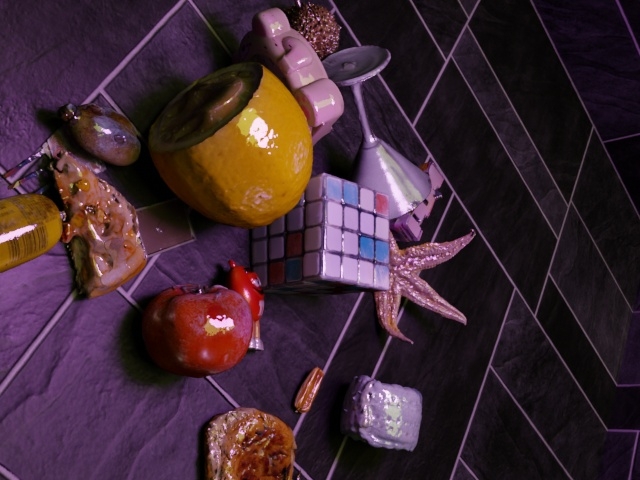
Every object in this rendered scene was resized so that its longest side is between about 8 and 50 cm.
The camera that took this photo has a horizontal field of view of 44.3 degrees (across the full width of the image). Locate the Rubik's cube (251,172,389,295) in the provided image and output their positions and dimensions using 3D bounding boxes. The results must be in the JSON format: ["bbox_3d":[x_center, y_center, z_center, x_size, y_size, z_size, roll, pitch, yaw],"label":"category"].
[{"bbox_3d":[0.000,0.000,1.935,0.256,0.253,0.259,11,73,-46],"label":"Rubik's cube"}]

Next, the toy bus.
[{"bbox_3d":[0.285,-0.113,2.382,0.090,0.112,0.274,51,49,-29],"label":"toy bus"}]

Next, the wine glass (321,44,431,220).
[{"bbox_3d":[0.123,-0.281,2.051,0.267,0.267,0.406,-52,136,-41],"label":"wine glass"}]

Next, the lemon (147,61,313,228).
[{"bbox_3d":[-0.174,-0.187,1.722,0.364,0.364,0.364,12,73,-46],"label":"lemon"}]

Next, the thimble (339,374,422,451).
[{"bbox_3d":[0.157,0.458,2.055,0.250,0.205,0.172,39,59,-57],"label":"thimble"}]

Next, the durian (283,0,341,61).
[{"bbox_3d":[-0.036,-0.547,2.062,0.167,0.196,0.196,-26,103,-30],"label":"durian"}]

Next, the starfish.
[{"bbox_3d":[0.256,0.094,2.246,0.384,0.132,0.398,1,84,-11],"label":"starfish"}]

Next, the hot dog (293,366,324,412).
[{"bbox_3d":[-0.032,0.377,1.988,0.056,0.041,0.133,47,58,-32],"label":"hot dog"}]

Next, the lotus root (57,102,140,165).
[{"bbox_3d":[-0.448,-0.221,1.595,0.192,0.088,0.113,27,39,-48],"label":"lotus root"}]

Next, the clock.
[{"bbox_3d":[-0.090,-0.369,1.874,0.114,0.284,0.309,-28,84,-28],"label":"clock"}]

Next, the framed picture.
[{"bbox_3d":[-0.346,-0.032,1.736,0.149,0.011,0.109,-23,100,-48],"label":"framed picture"}]

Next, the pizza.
[{"bbox_3d":[-0.447,-0.043,1.578,0.189,0.071,0.297,-23,99,-49],"label":"pizza"}]

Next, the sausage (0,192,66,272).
[{"bbox_3d":[-0.592,0.005,1.368,0.347,0.123,0.123,-28,103,-48],"label":"sausage"}]

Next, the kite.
[{"bbox_3d":[-0.522,-0.150,1.561,0.127,0.016,0.229,58,45,-18],"label":"kite"}]

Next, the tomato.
[{"bbox_3d":[-0.251,0.192,1.647,0.232,0.232,0.188,-9,104,-49],"label":"tomato"}]

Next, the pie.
[{"bbox_3d":[-0.152,0.527,1.783,0.308,0.085,0.308,11,75,-47],"label":"pie"}]

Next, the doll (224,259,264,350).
[{"bbox_3d":[-0.168,0.148,1.826,0.183,0.085,0.217,55,21,-79],"label":"doll"}]
